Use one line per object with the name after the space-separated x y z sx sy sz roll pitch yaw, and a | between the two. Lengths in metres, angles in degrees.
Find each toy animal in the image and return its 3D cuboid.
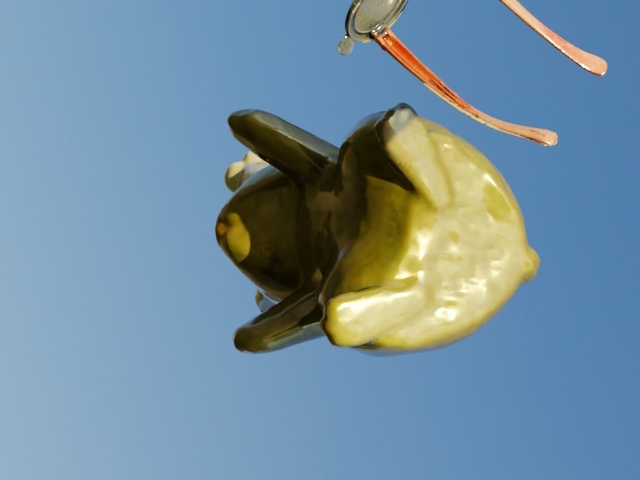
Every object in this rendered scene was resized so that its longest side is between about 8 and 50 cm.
-0.010 -0.001 0.911 0.363 0.180 0.181 1 -94 51 | toy animal

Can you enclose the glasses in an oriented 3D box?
0.148 -0.205 1.219 0.268 0.118 0.234 45 -22 10 | glasses
